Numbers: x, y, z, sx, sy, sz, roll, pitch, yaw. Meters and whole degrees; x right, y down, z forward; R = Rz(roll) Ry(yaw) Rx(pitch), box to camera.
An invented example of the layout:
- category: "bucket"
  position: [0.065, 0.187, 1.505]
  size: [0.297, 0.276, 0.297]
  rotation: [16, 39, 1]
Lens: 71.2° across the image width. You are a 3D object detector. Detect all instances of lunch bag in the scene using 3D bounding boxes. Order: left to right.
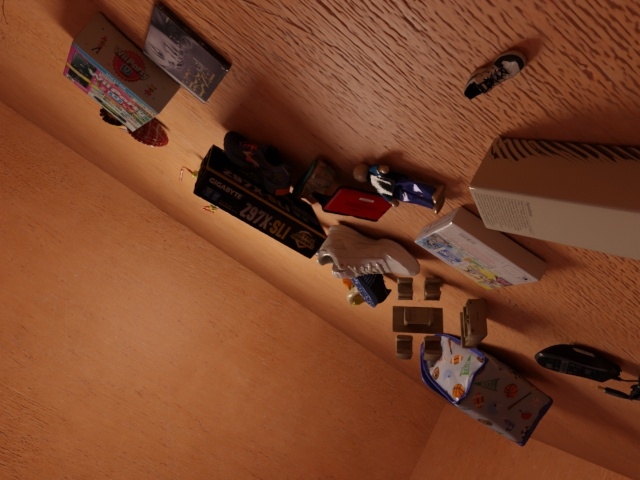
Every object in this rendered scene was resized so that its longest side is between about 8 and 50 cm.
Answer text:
- category: "lunch bag"
  position: [0.564, 0.518, 1.642]
  size: [0.328, 0.238, 0.385]
  rotation: [36, 180, -14]

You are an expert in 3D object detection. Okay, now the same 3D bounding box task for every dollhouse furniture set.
- category: "dollhouse furniture set"
  position: [0.324, 0.231, 1.258]
  size: [0.242, 0.212, 0.161]
  rotation: [1, 156, 9]

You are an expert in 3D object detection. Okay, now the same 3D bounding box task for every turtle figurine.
- category: "turtle figurine"
  position: [-0.357, -0.166, 1.566]
  size: [0.218, 0.087, 0.269]
  rotation: [18, 152, 20]

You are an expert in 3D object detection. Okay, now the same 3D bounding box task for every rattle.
- category: "rattle"
  position: [0.152, 0.142, 1.637]
  size: [0.130, 0.142, 0.199]
  rotation: [0, 145, -2]

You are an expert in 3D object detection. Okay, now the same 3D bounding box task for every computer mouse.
- category: "computer mouse"
  position: [0.687, 0.324, 1.125]
  size: [0.262, 0.060, 0.184]
  rotation: [7, 148, 33]

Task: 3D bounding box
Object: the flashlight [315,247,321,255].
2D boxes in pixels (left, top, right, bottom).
- category: "flashlight"
  position: [0.000, 0.000, 1.385]
  size: [0.304, 0.103, 0.103]
  rotation: [23, 139, 15]

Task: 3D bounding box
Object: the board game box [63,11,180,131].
- category: "board game box"
  position: [-0.507, -0.403, 1.121]
  size: [0.224, 0.097, 0.303]
  rotation: [41, 161, -29]

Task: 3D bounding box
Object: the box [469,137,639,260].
- category: "box"
  position: [0.343, -0.053, 0.564]
  size: [0.275, 0.094, 0.113]
  rotation: [18, 159, 41]

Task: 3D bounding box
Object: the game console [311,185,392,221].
- category: "game console"
  position: [0.071, -0.097, 0.992]
  size: [0.144, 0.085, 0.124]
  rotation: [9, 144, -27]

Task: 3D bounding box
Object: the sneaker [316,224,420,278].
- category: "sneaker"
  position: [0.124, 0.060, 1.215]
  size: [0.305, 0.152, 0.114]
  rotation: [18, 157, 38]

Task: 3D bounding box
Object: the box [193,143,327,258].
- category: "box"
  position: [-0.151, -0.103, 1.122]
  size: [0.322, 0.079, 0.257]
  rotation: [31, -164, -20]

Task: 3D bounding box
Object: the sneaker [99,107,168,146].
- category: "sneaker"
  position: [-0.576, -0.367, 1.418]
  size: [0.225, 0.088, 0.093]
  rotation: [31, -175, 5]

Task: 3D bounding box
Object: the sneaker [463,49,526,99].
- category: "sneaker"
  position: [0.202, -0.189, 0.523]
  size: [0.032, 0.036, 0.083]
  rotation: [38, 162, -13]

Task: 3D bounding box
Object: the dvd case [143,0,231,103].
- category: "dvd case"
  position: [-0.282, -0.373, 0.922]
  size: [0.165, 0.018, 0.221]
  rotation: [38, 163, -21]

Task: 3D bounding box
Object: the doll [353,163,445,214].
- category: "doll"
  position: [0.146, -0.104, 0.871]
  size: [0.189, 0.046, 0.129]
  rotation: [24, 162, 25]

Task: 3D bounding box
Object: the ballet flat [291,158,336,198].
- category: "ballet flat"
  position: [-0.015, -0.132, 1.057]
  size: [0.067, 0.073, 0.206]
  rotation: [26, 168, -11]

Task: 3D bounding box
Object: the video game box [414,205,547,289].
- category: "video game box"
  position: [0.321, 0.024, 0.925]
  size: [0.205, 0.048, 0.187]
  rotation: [33, 162, -3]

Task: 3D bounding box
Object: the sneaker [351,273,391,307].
- category: "sneaker"
  position: [0.145, 0.104, 1.463]
  size: [0.232, 0.091, 0.081]
  rotation: [58, 159, -12]

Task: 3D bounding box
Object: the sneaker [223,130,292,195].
- category: "sneaker"
  position: [-0.146, -0.205, 1.085]
  size: [0.221, 0.083, 0.087]
  rotation: [39, 126, 15]
